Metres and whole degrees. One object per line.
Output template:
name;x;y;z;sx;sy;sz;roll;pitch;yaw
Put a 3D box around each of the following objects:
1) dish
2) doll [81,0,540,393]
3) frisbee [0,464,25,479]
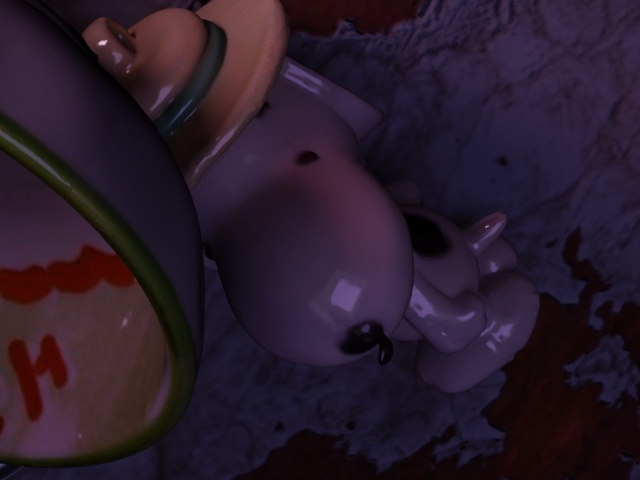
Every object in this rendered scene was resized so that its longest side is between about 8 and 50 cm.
dish;-0.183;-0.042;0.840;0.324;0.324;0.124;51;49;-38
doll;-0.005;-0.013;0.995;0.144;0.208;0.271;-39;165;16
frisbee;-0.189;0.087;1.044;0.110;0.014;0.110;-11;124;-17
